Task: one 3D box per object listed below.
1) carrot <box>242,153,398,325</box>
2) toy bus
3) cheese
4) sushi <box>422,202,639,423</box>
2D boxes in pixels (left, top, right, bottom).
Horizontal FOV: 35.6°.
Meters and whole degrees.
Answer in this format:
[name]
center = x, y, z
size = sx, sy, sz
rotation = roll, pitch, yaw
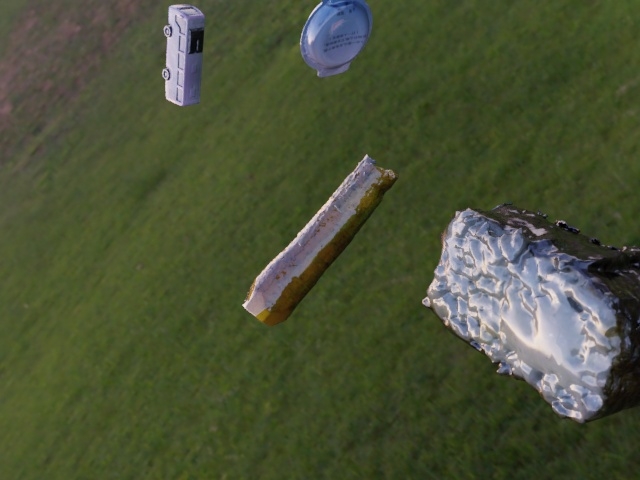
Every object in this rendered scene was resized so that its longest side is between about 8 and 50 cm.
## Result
[carrot]
center = 0.000, 0.000, 1.293
size = 0.260, 0.070, 0.070
rotation = -49, 31, 3
[toy bus]
center = -0.182, -0.246, 1.333
size = 0.037, 0.130, 0.052
rotation = -16, 35, -40
[cheese]
center = 0.029, -0.372, 1.653
size = 0.135, 0.244, 0.052
rotation = -19, 51, -20
[sushi]
center = 0.280, 0.064, 1.145
size = 0.182, 0.196, 0.343
rotation = -21, 34, -30
